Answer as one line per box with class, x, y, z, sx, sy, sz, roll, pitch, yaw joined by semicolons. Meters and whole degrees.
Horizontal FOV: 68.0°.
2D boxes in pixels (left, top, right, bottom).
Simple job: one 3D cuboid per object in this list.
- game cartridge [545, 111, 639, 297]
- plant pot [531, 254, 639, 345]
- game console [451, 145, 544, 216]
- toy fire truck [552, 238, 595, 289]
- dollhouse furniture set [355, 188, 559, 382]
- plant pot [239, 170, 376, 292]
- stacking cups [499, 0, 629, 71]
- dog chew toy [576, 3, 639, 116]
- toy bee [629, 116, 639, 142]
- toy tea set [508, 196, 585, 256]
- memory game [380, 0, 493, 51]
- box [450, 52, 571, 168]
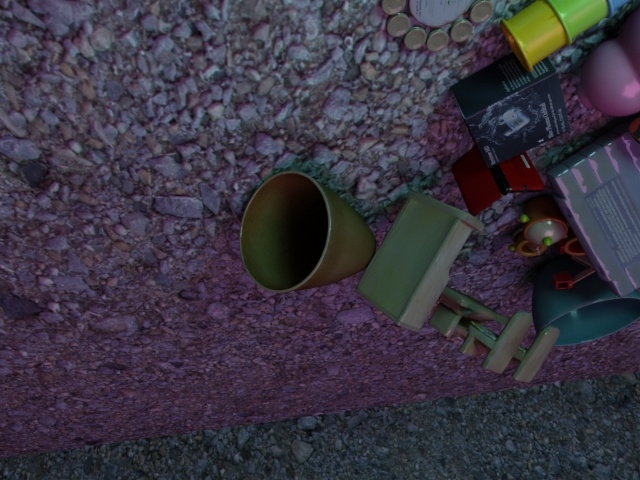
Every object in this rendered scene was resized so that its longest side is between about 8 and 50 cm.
game cartridge;0.660;-0.064;1.021;0.230;0.068;0.355;-33;109;16
plant pot;0.743;0.157;1.382;0.290;0.195;0.290;-6;143;-5
game console;0.351;-0.128;0.952;0.124;0.144;0.085;-3;144;-10
toy fire truck;0.703;0.043;1.270;0.192;0.135;0.047;-19;143;14
dollhouse furniture set;0.313;0.090;1.092;0.394;0.362;0.256;24;98;-38
plant pot;0.000;0.000;1.006;0.237;0.237;0.254;-33;153;29
stacking cups;0.425;-0.376;0.677;0.316;0.096;0.096;-31;139;25
dog chew toy;0.566;-0.307;0.722;0.207;0.206;0.332;22;144;-36
toy bee;0.708;-0.246;0.806;0.195;0.162;0.298;-19;154;-35
toy tea set;0.630;-0.008;1.131;0.336;0.124;0.200;-3;139;17
memory game;0.180;-0.365;0.704;0.186;0.012;0.186;-6;145;-4
box;0.340;-0.235;0.849;0.158;0.093;0.156;-25;141;22
